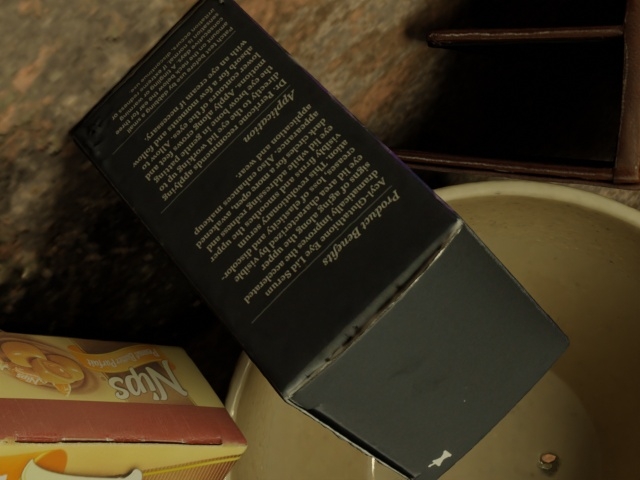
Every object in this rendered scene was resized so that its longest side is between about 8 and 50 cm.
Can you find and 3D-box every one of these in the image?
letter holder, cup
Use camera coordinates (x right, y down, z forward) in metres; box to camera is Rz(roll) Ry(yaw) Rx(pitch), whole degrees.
[{"bbox_3d":[0.193,-0.107,0.860,0.302,0.214,0.152,0,94,-44],"label":"letter holder"},{"bbox_3d":[0.110,0.145,0.914,0.331,0.331,0.237,-41,173,-4],"label":"cup"}]

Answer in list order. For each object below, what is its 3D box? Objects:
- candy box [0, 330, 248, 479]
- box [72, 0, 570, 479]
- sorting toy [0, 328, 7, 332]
[{"bbox_3d":[-0.202,0.194,0.797,0.183,0.087,0.316,10,122,-49],"label":"candy box"},{"bbox_3d":[0.000,0.000,0.703,0.108,0.207,0.153,-45,145,2],"label":"box"},{"bbox_3d":[-0.189,0.070,0.758,0.062,0.012,0.083,-46,145,3],"label":"sorting toy"}]
